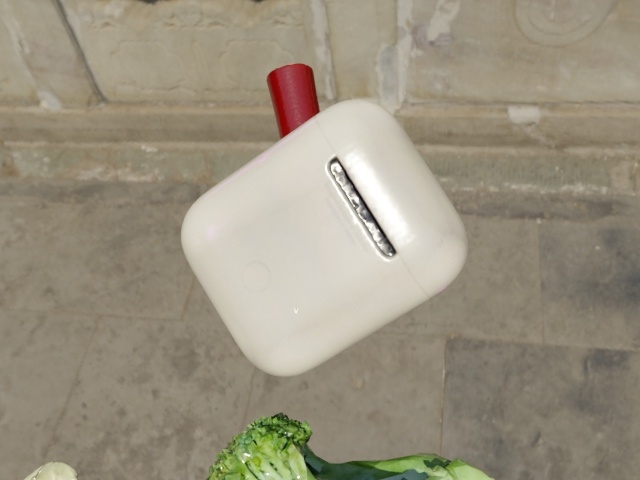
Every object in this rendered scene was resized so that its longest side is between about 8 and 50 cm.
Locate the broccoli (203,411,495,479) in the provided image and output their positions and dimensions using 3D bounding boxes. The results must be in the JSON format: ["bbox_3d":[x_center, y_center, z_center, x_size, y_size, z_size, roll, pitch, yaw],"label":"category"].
[{"bbox_3d":[0.028,0.308,0.583,0.320,0.413,0.310,15,59,-1],"label":"broccoli"}]

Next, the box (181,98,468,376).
[{"bbox_3d":[0.000,0.000,0.973,0.349,0.141,0.289,-33,84,10],"label":"box"}]

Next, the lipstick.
[{"bbox_3d":[-0.027,-0.154,1.118,0.080,0.080,0.241,-12,79,0],"label":"lipstick"}]

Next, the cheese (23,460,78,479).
[{"bbox_3d":[-0.285,0.280,0.658,0.235,0.049,0.127,-30,46,40],"label":"cheese"}]
